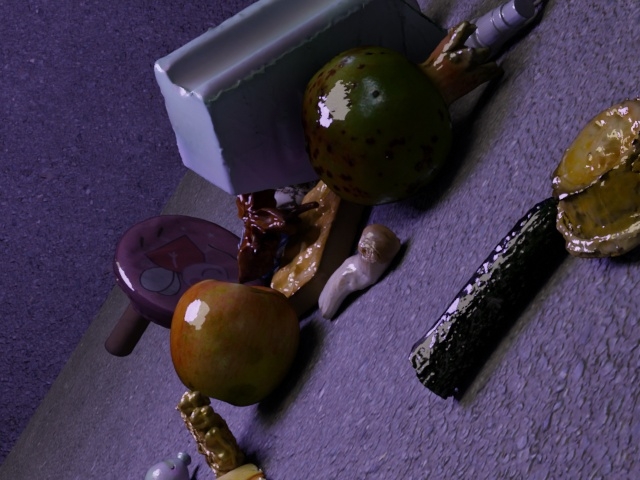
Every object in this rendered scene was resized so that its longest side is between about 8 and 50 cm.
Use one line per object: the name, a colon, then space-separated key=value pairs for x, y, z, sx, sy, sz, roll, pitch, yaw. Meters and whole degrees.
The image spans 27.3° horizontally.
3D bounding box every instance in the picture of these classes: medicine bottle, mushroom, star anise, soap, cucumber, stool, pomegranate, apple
medicine bottle: x=0.240 y=-0.298 z=1.904 sx=0.092 sy=0.061 sz=0.220 roll=-44 pitch=6 yaw=-31
mushroom: x=0.044 y=0.047 z=1.835 sx=0.202 sy=0.054 sz=0.059 roll=-48 pitch=18 yaw=48
star anise: x=-0.091 y=-0.032 z=2.091 sx=0.212 sy=0.111 sz=0.196 roll=49 pitch=130 yaw=44
soap: x=-0.012 y=-0.247 z=1.979 sx=0.446 sy=0.261 sz=0.156 roll=-36 pitch=45 yaw=-24
cucumber: x=0.182 y=0.050 z=1.358 sx=0.245 sy=0.067 sz=0.067 roll=-53 pitch=15 yaw=9
stool: x=-0.242 y=0.101 z=2.296 sx=0.272 sy=0.272 sz=0.178 roll=-78 pitch=9 yaw=-54
pomegranate: x=0.110 y=-0.170 z=1.806 sx=0.285 sy=0.231 sz=0.231 roll=-21 pitch=30 yaw=22
apple: x=-0.125 y=0.148 z=1.911 sx=0.196 sy=0.196 sz=0.196 roll=-52 pitch=15 yaw=21

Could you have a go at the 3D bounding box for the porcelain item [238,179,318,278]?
porcelain item: x=-0.076 y=-0.057 z=2.315 sx=0.288 sy=0.138 sz=0.186 roll=-101 pitch=35 yaw=-63

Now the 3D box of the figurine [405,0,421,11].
figurine: x=0.042 y=-0.298 z=2.374 sx=0.394 sy=0.226 sz=0.275 roll=137 pitch=132 yaw=-61

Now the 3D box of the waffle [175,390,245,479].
waffle: x=-0.158 y=0.269 z=1.863 sx=0.051 sy=0.149 sz=0.194 roll=-28 pitch=6 yaw=-12

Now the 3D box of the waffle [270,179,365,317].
waffle: x=0.000 y=0.000 z=2.059 sx=0.168 sy=0.057 sz=0.274 roll=-41 pitch=22 yaw=47

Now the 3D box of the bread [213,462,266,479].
bread: x=-0.155 y=0.431 z=1.707 sx=0.264 sy=0.163 sz=0.167 roll=-27 pitch=10 yaw=-9

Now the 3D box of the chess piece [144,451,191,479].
chess piece: x=-0.269 y=0.420 z=1.973 sx=0.139 sy=0.139 sz=0.272 roll=-41 pitch=11 yaw=47

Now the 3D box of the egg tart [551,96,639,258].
egg tart: x=0.282 y=-0.069 z=1.228 sx=0.191 sy=0.074 sz=0.191 roll=-44 pitch=20 yaw=21
